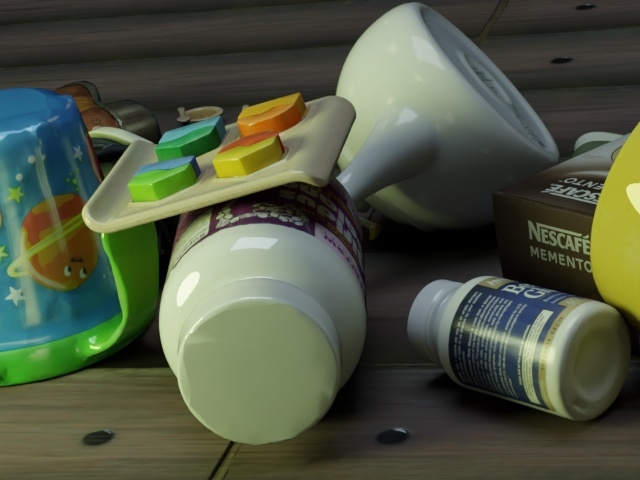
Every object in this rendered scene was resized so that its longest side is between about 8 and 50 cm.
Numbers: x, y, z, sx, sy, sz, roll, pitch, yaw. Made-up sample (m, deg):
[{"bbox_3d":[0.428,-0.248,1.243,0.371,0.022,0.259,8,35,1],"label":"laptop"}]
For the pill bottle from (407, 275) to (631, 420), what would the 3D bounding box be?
[{"bbox_3d":[0.153,0.080,1.475,0.094,0.094,0.169,-26,27,-38],"label":"pill bottle"}]

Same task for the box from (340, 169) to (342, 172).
[{"bbox_3d":[0.098,-0.115,2.058,0.169,0.054,0.059,-24,26,-37],"label":"box"}]

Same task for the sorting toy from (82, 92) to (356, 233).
[{"bbox_3d":[-0.084,-0.073,1.574,0.208,0.038,0.193,-11,21,14],"label":"sorting toy"}]

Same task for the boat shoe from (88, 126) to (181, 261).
[{"bbox_3d":[-0.160,-0.035,1.819,0.340,0.127,0.113,23,33,39],"label":"boat shoe"}]

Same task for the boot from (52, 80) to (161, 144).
[{"bbox_3d":[-0.357,-0.091,2.093,0.280,0.096,0.264,-21,26,-29],"label":"boot"}]

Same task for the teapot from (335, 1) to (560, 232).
[{"bbox_3d":[0.100,-0.098,1.837,0.187,0.256,0.252,-43,40,17],"label":"teapot"}]

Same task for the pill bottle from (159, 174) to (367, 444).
[{"bbox_3d":[-0.045,0.046,1.534,0.169,0.169,0.301,-7,21,3],"label":"pill bottle"}]

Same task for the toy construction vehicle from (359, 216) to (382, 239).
[{"bbox_3d":[0.000,0.000,1.823,0.098,0.035,0.086,6,25,32],"label":"toy construction vehicle"}]

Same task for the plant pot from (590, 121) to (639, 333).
[{"bbox_3d":[0.372,0.014,1.389,0.254,0.254,0.239,-19,39,-26],"label":"plant pot"}]

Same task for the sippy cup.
[{"bbox_3d":[-0.287,-0.015,1.708,0.305,0.224,0.240,-6,21,7],"label":"sippy cup"}]

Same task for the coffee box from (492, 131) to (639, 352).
[{"bbox_3d":[0.317,-0.022,1.641,0.297,0.119,0.168,-23,26,-34],"label":"coffee box"}]

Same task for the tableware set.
[{"bbox_3d":[-0.108,-0.145,2.260,0.168,0.020,0.141,-8,21,-1],"label":"tableware set"}]

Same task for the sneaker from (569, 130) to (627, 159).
[{"bbox_3d":[0.336,-0.068,1.845,0.192,0.064,0.086,1,30,23],"label":"sneaker"}]
